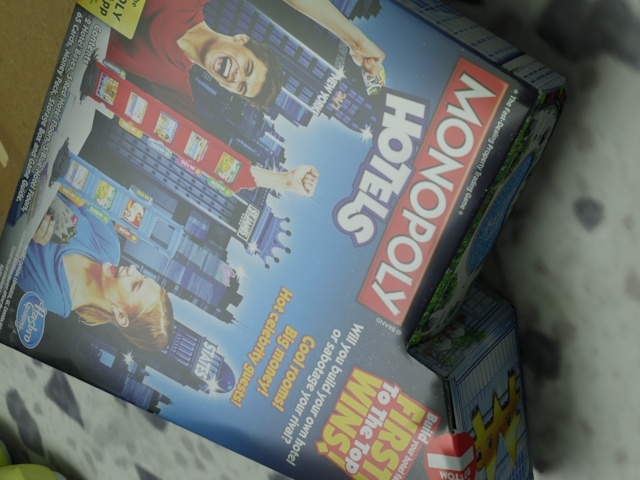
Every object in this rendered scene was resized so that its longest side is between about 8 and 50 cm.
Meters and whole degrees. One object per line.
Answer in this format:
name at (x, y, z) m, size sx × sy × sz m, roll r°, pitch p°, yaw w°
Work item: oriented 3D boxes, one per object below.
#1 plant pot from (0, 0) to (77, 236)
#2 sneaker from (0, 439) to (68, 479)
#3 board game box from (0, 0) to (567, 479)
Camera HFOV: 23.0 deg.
plant pot at (-0.106, -0.075, 0.637) m, size 0.236 × 0.032 × 0.236 m, roll 28°, pitch 130°, yaw 38°
sneaker at (-0.227, 0.149, 0.839) m, size 0.240 × 0.126 × 0.091 m, roll 6°, pitch 114°, yaw 49°
board game box at (0.000, 0.000, 0.504) m, size 0.194 × 0.060 × 0.194 m, roll 34°, pitch 123°, yaw 13°
